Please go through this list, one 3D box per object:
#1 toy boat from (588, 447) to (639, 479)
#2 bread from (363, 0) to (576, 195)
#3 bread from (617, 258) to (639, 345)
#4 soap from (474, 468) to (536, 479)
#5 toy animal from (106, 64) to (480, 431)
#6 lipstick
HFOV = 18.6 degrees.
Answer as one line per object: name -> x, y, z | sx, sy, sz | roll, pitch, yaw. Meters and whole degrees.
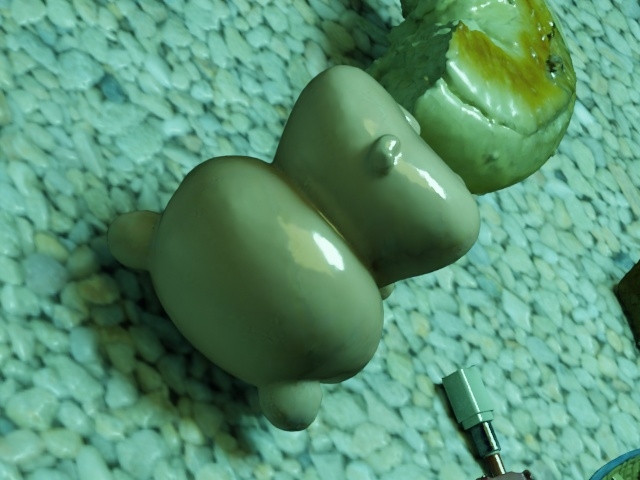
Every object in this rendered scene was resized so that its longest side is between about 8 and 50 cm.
toy boat -> 0.249, 0.236, 1.666 | 0.080, 0.046, 0.229 | 55, 36, 7
bread -> 0.136, -0.150, 1.792 | 0.192, 0.171, 0.314 | 34, 39, -24
bread -> 0.496, 0.057, 1.994 | 0.417, 0.165, 0.113 | 8, 51, -42
soap -> 0.076, 0.280, 1.389 | 0.289, 0.112, 0.182 | -9, 62, -49
toy animal -> 0.001, -0.005, 1.469 | 0.210, 0.221, 0.229 | 50, 34, 8
lipstick -> 0.134, 0.158, 1.633 | 0.025, 0.025, 0.107 | -3, 66, -47
